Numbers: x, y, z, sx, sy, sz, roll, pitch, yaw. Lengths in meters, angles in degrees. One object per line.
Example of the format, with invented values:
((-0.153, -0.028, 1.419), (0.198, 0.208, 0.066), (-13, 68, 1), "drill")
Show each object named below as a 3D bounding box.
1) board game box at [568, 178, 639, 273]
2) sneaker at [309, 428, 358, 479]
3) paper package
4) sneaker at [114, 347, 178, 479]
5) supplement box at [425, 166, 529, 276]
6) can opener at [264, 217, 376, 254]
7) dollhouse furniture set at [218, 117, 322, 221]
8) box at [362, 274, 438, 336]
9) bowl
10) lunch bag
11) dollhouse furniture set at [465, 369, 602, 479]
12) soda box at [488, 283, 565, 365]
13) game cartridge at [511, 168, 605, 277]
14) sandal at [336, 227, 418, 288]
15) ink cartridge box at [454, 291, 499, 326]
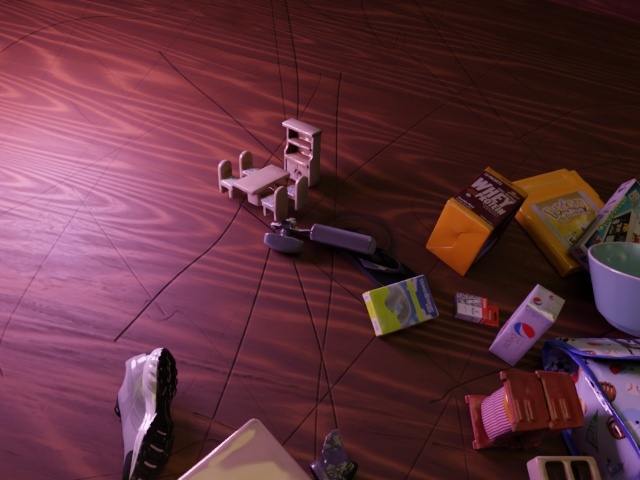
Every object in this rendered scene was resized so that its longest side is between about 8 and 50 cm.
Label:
((0.827, -0.003, 1.577), (0.305, 0.053, 0.193), (-42, 91, -23), "board game box")
((0.043, 0.464, 1.135), (0.089, 0.051, 0.170), (-25, 57, -22), "sneaker")
((-0.123, 0.531, 0.979), (0.309, 0.168, 0.325), (-34, 65, -31), "paper package")
((-0.351, 0.348, 1.140), (0.108, 0.100, 0.271), (-11, 54, 12), "sneaker")
((0.406, -0.050, 1.519), (0.129, 0.191, 0.194), (40, 55, 20), "supplement box")
((0.000, 0.000, 1.470), (0.280, 0.074, 0.093), (9, 88, 13), "can opener")
((-0.116, -0.198, 1.526), (0.212, 0.161, 0.242), (28, 43, 31), "dollhouse furniture set")
((0.201, 0.153, 1.394), (0.178, 0.042, 0.109), (-15, 81, -21), "box")
((0.782, 0.126, 1.372), (0.311, 0.163, 0.311), (4, 18, -1), "bowl")
((0.693, 0.354, 1.237), (0.327, 0.239, 0.385), (2, 37, -8), "lunch bag")
((0.419, 0.457, 1.126), (0.152, 0.201, 0.374), (2, 58, -9), "dollhouse furniture set")
((0.464, 0.196, 1.319), (0.069, 0.216, 0.074), (34, 54, 14), "soda box")
((0.714, -0.065, 1.679), (0.285, 0.053, 0.324), (-15, 58, -21), "game cartridge")
((0.139, 0.050, 1.478), (0.254, 0.054, 0.097), (35, 54, 17), "sandal")
((0.392, 0.172, 1.445), (0.115, 0.029, 0.063), (13, 51, 0), "ink cartridge box")
